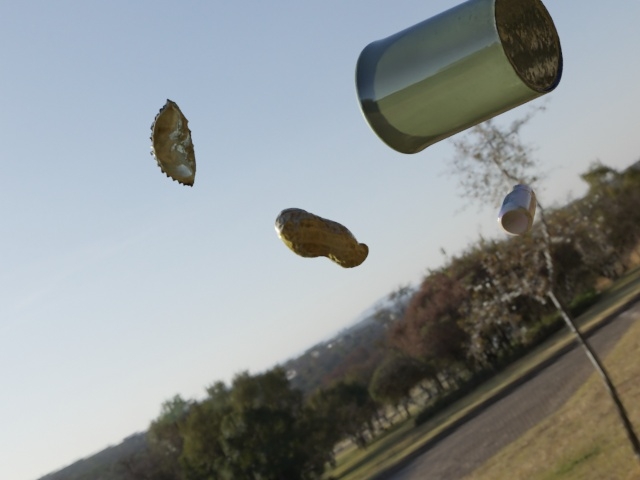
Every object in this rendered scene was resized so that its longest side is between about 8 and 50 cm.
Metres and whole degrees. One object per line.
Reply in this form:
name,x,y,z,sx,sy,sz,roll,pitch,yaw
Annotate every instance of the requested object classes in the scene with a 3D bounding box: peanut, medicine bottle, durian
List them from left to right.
durian,-0.213,-0.136,1.130,0.052,0.130,0.066,-19,12,-27
peanut,0.000,0.000,1.353,0.080,0.175,0.080,-59,17,30
medicine bottle,0.302,-0.048,1.206,0.052,0.052,0.089,-37,11,33

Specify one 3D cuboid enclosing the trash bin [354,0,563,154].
trash bin,0.281,-0.367,1.741,0.432,0.280,0.280,-17,2,45
